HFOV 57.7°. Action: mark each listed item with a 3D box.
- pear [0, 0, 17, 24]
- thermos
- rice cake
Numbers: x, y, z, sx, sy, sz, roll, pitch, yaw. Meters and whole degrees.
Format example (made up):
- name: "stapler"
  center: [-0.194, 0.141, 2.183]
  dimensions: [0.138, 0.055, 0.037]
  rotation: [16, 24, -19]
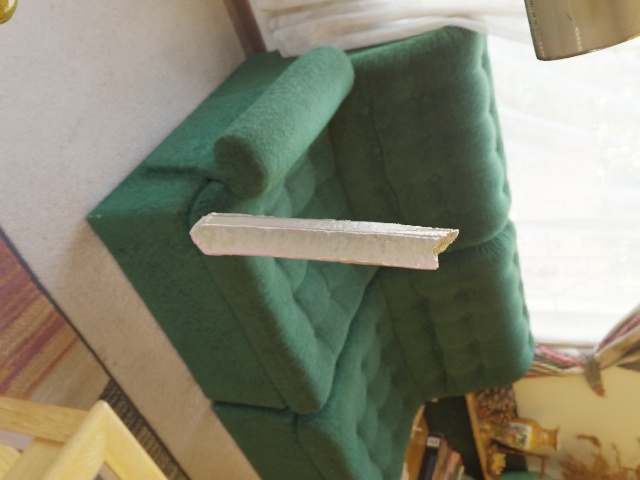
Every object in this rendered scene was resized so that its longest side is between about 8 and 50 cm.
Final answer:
- name: "pear"
  center: [-0.479, -0.330, 0.716]
  dimensions: [0.197, 0.197, 0.197]
  rotation: [5, 85, -63]
- name: "thermos"
  center: [0.201, -0.248, 0.448]
  dimensions: [0.193, 0.105, 0.137]
  rotation: [69, 25, -20]
- name: "rice cake"
  center: [0.000, 0.000, 0.790]
  dimensions: [0.072, 0.365, 0.056]
  rotation: [-51, 144, -73]
